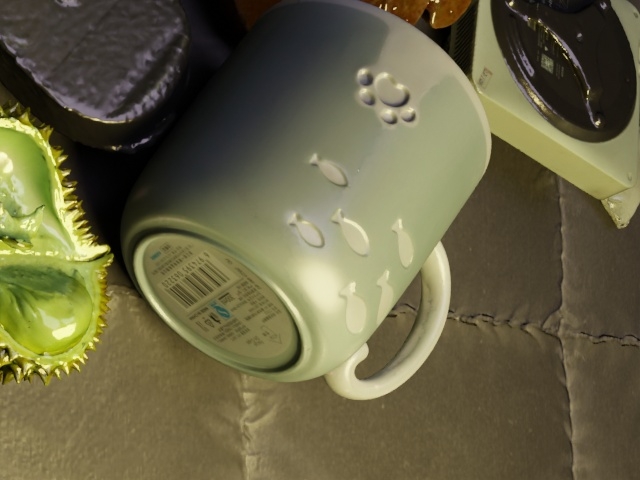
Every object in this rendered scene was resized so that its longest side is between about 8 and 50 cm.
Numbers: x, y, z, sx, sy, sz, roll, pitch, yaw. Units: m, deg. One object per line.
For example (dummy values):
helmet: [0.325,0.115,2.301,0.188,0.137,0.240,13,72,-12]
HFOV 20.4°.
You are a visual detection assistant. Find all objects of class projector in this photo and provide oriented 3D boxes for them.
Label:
projector: [0.259,-0.209,1.977,0.259,0.079,0.257,28,53,-30]

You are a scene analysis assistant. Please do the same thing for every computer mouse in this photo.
computer mouse: [-0.234,-0.202,1.538,0.295,0.087,0.168,46,58,-13]

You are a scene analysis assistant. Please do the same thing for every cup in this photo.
cup: [0.000,0.000,1.614,0.274,0.259,0.357,-53,126,-33]

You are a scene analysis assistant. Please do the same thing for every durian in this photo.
durian: [-0.278,0.005,1.381,0.237,0.176,0.200,57,38,-27]

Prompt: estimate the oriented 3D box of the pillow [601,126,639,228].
pillow: [0.323,-0.129,2.106,0.229,0.051,0.128,47,56,-30]

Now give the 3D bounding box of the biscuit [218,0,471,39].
biscuit: [0.055,-0.325,1.756,0.367,0.063,0.314,-53,135,-1]

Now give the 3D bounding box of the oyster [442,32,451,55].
oyster: [0.174,-0.191,1.976,0.098,0.037,0.100,-27,100,-46]
